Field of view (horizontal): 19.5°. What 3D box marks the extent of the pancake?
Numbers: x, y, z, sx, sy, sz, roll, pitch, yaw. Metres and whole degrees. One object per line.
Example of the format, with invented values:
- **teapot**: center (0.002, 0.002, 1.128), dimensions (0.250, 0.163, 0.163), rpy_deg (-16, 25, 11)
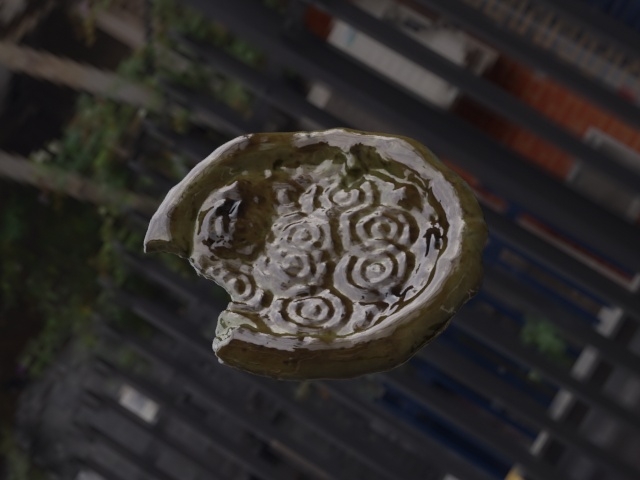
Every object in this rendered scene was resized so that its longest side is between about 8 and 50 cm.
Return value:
- **pancake**: center (0.000, 0.000, 1.191), dimensions (0.212, 0.235, 0.029), rpy_deg (-29, -43, -20)
